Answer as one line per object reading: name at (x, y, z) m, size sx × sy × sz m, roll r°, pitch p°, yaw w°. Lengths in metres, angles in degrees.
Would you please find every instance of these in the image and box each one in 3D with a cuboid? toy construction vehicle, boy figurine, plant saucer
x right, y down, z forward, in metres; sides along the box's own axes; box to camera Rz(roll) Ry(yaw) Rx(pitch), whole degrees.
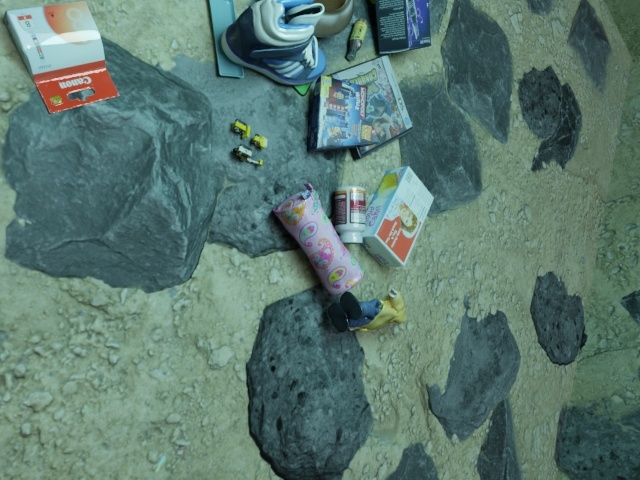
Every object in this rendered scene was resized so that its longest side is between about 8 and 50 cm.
toy construction vehicle at (-0.176, -0.231, 1.194) m, size 0.098 × 0.035 × 0.085 m, roll 22°, pitch 62°, yaw -40°
boy figurine at (0.157, 0.188, 1.366) m, size 0.285 × 0.177 × 0.092 m, roll 3°, pitch 48°, yaw -49°
plant saucer at (-0.030, -0.685, 1.300) m, size 0.311 × 0.050 × 0.310 m, roll 9°, pitch 71°, yaw -29°
plant saucer at (-0.225, -0.482, 1.178) m, size 0.067 × 0.018 × 0.191 m, roll -9°, pitch 93°, yaw -40°

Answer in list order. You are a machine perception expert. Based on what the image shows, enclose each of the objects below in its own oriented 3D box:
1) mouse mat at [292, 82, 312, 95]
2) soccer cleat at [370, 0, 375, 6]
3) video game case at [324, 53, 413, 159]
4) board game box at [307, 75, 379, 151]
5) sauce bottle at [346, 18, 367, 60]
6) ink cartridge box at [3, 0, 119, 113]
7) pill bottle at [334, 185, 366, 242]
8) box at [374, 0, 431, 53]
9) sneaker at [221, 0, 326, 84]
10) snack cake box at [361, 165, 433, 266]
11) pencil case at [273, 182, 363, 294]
mouse mat at (-0.079, -0.494, 1.311) m, size 0.190 × 0.007 × 0.152 m, roll 39°, pitch 63°, yaw -30°
soccer cleat at (0.145, -0.786, 1.485) m, size 0.179 × 0.060 × 0.072 m, roll 48°, pitch 42°, yaw -45°
video game case at (0.151, -0.401, 1.479) m, size 0.275 × 0.035 × 0.248 m, roll -33°, pitch 108°, yaw -37°
board game box at (0.068, -0.326, 1.353) m, size 0.194 × 0.060 × 0.194 m, roll 5°, pitch 88°, yaw -28°
sauce bottle at (0.105, -0.583, 1.450) m, size 0.042 × 0.042 × 0.128 m, roll 29°, pitch 67°, yaw -35°
ink cartridge box at (-0.478, -0.347, 0.937) m, size 0.145 × 0.045 × 0.179 m, roll -31°, pitch 104°, yaw -37°
pill bottle at (0.081, -0.068, 1.359) m, size 0.086 × 0.086 × 0.151 m, roll 4°, pitch 84°, yaw -40°
box at (0.249, -0.679, 1.498) m, size 0.153 × 0.108 × 0.206 m, roll -32°, pitch 121°, yaw -46°
sneaker at (-0.045, -0.470, 1.172) m, size 0.323 × 0.236 × 0.130 m, roll -2°, pitch 87°, yaw -44°
snack cake box at (0.223, -0.070, 1.478) m, size 0.152 × 0.089 × 0.264 m, roll 45°, pitch 60°, yaw -31°
pencil case at (0.000, 0.000, 1.262) m, size 0.124 × 0.124 × 0.284 m, roll -45°, pitch 112°, yaw -34°
